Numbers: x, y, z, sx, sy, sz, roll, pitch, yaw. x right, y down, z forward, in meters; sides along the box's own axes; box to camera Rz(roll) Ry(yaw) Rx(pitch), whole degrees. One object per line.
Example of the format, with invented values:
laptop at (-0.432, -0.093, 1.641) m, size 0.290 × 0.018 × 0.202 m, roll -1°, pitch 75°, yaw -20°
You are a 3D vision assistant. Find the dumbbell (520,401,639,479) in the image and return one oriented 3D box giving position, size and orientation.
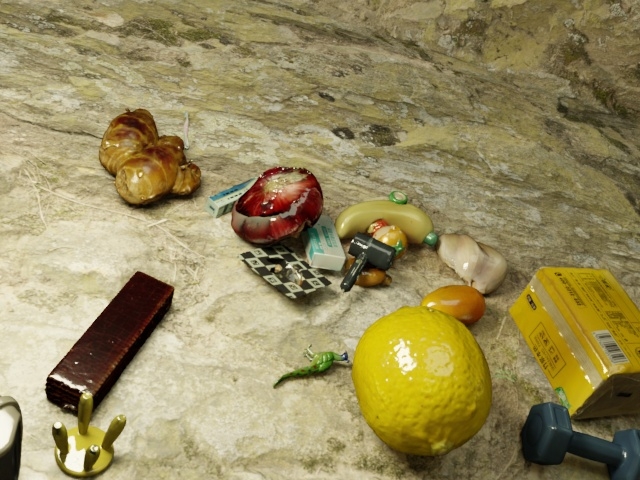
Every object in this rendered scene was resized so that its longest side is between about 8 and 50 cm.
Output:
dumbbell at (0.656, 0.502, 1.774) m, size 0.316 × 0.157 × 0.143 m, roll 18°, pitch 8°, yaw -7°

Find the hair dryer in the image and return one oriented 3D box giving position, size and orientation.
hair dryer at (0.111, 0.076, 1.983) m, size 0.124 × 0.072 × 0.219 m, roll 26°, pitch 49°, yaw 14°

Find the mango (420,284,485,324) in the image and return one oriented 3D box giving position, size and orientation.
mango at (0.370, 0.175, 2.043) m, size 0.217 × 0.102 × 0.141 m, roll -2°, pitch 38°, yaw -32°

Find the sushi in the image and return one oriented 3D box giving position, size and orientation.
sushi at (-0.099, 0.091, 1.939) m, size 0.210 × 0.040 × 0.192 m, roll 36°, pitch 30°, yaw 27°

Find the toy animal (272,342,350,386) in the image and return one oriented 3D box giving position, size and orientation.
toy animal at (-0.035, 0.291, 1.751) m, size 0.216 × 0.041 × 0.075 m, roll -12°, pitch 51°, yaw -31°

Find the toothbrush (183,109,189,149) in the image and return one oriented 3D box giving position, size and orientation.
toothbrush at (-0.427, -0.354, 2.323) m, size 0.017 × 0.022 × 0.204 m, roll 22°, pitch 35°, yaw -28°

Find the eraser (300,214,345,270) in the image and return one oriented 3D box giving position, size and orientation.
eraser at (0.000, 0.000, 2.073) m, size 0.095 × 0.052 × 0.225 m, roll 9°, pitch 30°, yaw -18°

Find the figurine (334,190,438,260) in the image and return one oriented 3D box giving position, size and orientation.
figurine at (0.193, -0.029, 2.185) m, size 0.324 × 0.124 × 0.222 m, roll -4°, pitch 49°, yaw -27°

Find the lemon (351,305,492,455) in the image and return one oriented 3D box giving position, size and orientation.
lemon at (0.224, 0.313, 1.641) m, size 0.336 × 0.336 × 0.336 m, roll 14°, pitch 39°, yaw -12°

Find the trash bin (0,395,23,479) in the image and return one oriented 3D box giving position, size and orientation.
trash bin at (-0.640, 0.329, 1.263) m, size 0.290 × 0.210 × 0.182 m, roll 33°, pitch 40°, yaw 21°

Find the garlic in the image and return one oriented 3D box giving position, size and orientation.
garlic at (0.475, 0.062, 2.229) m, size 0.217 × 0.110 × 0.228 m, roll 12°, pitch 39°, yaw -20°

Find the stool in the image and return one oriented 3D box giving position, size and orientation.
stool at (-0.442, 0.372, 1.385) m, size 0.134 × 0.110 × 0.135 m, roll 1°, pitch 44°, yaw -27°

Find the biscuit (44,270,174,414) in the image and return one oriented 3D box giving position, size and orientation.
biscuit at (-0.450, 0.215, 1.599) m, size 0.107 × 0.073 × 0.388 m, roll 24°, pitch 38°, yaw 3°

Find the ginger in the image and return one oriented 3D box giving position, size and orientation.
ginger at (-0.482, -0.243, 2.058) m, size 0.274 × 0.152 × 0.357 m, roll -12°, pitch 51°, yaw -37°

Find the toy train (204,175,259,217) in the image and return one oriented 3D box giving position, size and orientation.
toy train at (-0.237, -0.132, 2.135) m, size 0.051 × 0.052 × 0.234 m, roll 42°, pitch 41°, yaw 17°

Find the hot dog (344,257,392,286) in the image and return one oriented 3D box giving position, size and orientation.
hot dog at (0.135, 0.091, 2.061) m, size 0.140 × 0.060 × 0.090 m, roll -1°, pitch 45°, yaw -15°

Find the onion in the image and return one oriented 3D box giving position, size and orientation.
onion at (-0.111, -0.071, 2.034) m, size 0.272 × 0.195 × 0.272 m, roll -18°, pitch 37°, yaw 14°

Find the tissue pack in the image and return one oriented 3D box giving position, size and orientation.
tissue pack at (0.747, 0.276, 2.016) m, size 0.293 × 0.228 × 0.382 m, roll 2°, pitch 44°, yaw -24°
